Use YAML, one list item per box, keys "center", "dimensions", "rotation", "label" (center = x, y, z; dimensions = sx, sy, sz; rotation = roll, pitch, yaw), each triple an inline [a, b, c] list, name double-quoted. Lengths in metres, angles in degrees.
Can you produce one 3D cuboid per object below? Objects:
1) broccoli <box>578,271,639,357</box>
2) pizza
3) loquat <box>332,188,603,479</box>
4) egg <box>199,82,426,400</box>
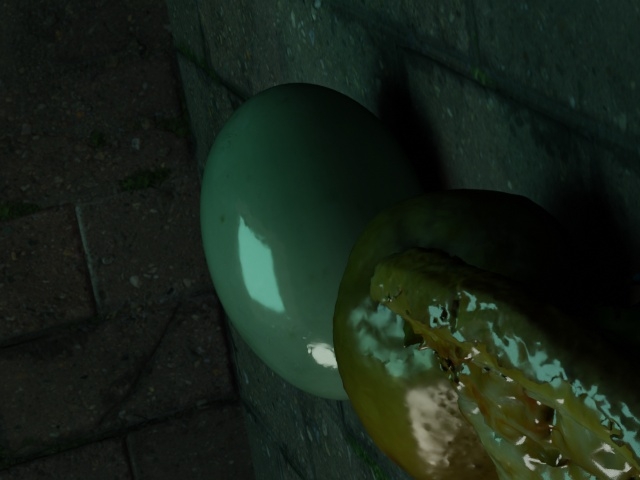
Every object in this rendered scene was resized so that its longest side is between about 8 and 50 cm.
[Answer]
- center: [0.272, 0.072, 1.317]
  dimensions: [0.167, 0.160, 0.154]
  rotation: [142, 139, -68]
  label: "broccoli"
- center: [0.193, 0.149, 1.310]
  dimensions: [0.392, 0.080, 0.435]
  rotation: [48, 160, 0]
  label: "pizza"
- center: [0.133, 0.092, 1.585]
  dimensions: [0.284, 0.276, 0.276]
  rotation: [47, -168, -50]
  label: "loquat"
- center: [0.000, 0.000, 2.003]
  dimensions: [0.276, 0.276, 0.389]
  rotation: [129, 128, -72]
  label: "egg"
